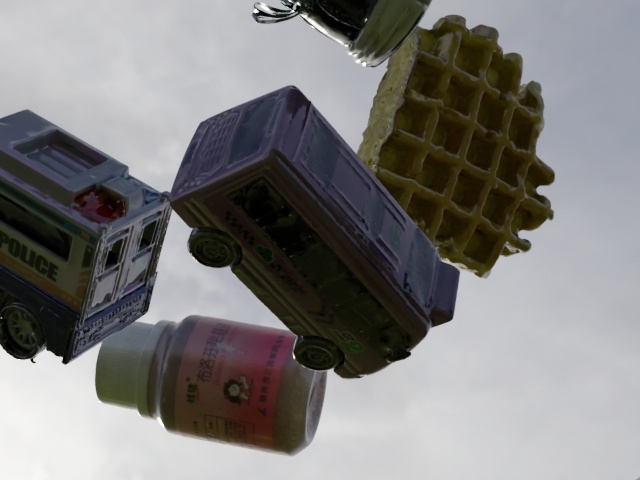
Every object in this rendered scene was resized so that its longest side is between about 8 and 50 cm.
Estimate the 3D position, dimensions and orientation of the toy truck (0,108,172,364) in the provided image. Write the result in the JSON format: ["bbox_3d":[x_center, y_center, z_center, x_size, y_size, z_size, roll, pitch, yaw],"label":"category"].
[{"bbox_3d":[-0.263,-0.030,0.964,0.268,0.124,0.155,30,-59,16],"label":"toy truck"}]

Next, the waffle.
[{"bbox_3d":[0.145,-0.084,1.119,0.219,0.229,0.057,25,-10,-29],"label":"waffle"}]

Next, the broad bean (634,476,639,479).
[{"bbox_3d":[0.258,0.217,0.868,0.189,0.121,0.263,-30,-35,1],"label":"broad bean"}]

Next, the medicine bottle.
[{"bbox_3d":[-0.123,0.158,1.342,0.247,0.147,0.147,9,-50,10],"label":"medicine bottle"}]

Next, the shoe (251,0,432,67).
[{"bbox_3d":[0.027,-0.208,0.698,0.106,0.207,0.091,20,-14,-12],"label":"shoe"}]

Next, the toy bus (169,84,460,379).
[{"bbox_3d":[0.000,0.000,0.701,0.098,0.087,0.178,-22,-55,31],"label":"toy bus"}]
